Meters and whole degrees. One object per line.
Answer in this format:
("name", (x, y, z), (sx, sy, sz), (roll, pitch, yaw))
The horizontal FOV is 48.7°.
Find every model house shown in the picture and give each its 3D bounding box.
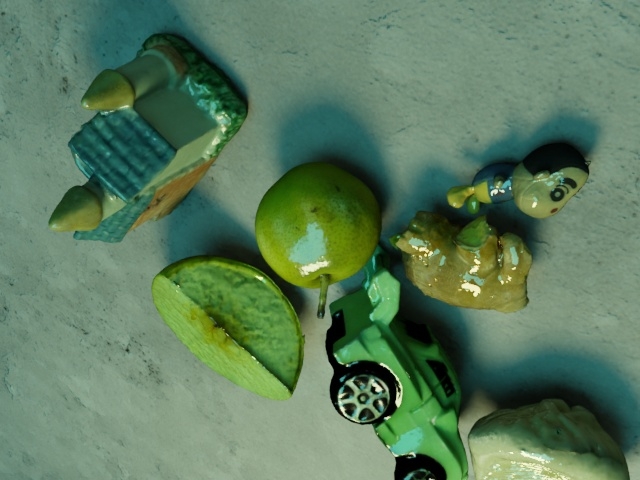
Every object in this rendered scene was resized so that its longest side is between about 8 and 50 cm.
("model house", (-0.296, -0.121, 1.006), (0.194, 0.325, 0.267), (45, 128, -3))

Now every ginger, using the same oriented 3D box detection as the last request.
("ginger", (0.183, 0.030, 0.963), (0.216, 0.102, 0.157), (17, 151, 32))

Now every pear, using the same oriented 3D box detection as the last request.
("pear", (0.000, 0.000, 0.991), (0.180, 0.216, 0.166), (-16, 151, 13))
("pear", (-0.156, 0.143, 1.211), (0.288, 0.139, 0.239), (43, 144, -5))

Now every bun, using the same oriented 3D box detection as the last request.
("bun", (0.328, 0.304, 1.029), (0.231, 0.133, 0.231), (14, 146, 10))

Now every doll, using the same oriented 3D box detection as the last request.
("doll", (0.255, -0.066, 0.892), (0.179, 0.102, 0.089), (-23, 66, 37))

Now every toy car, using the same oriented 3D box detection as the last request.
("toy car", (0.118, 0.205, 1.054), (0.176, 0.213, 0.359), (-34, 102, 7))
